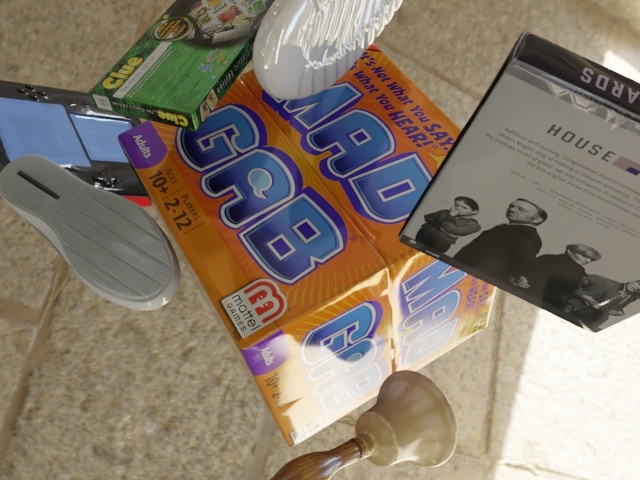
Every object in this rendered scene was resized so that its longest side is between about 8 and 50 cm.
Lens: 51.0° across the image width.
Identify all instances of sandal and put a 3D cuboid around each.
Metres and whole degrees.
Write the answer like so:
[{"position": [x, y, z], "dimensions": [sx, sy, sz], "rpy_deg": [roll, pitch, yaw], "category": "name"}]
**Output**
[{"position": [0.022, -0.304, 0.796], "dimensions": [0.102, 0.169, 0.416], "rpy_deg": [25, 51, 17], "category": "sandal"}]

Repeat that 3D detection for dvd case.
[{"position": [0.162, -0.015, 0.439], "dimensions": [0.179, 0.238, 0.029], "rpy_deg": [26, 66, 3], "category": "dvd case"}]

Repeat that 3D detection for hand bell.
[{"position": [0.036, 0.242, 0.767], "dimensions": [0.242, 0.126, 0.126], "rpy_deg": [-11, 85, -43], "category": "hand bell"}]

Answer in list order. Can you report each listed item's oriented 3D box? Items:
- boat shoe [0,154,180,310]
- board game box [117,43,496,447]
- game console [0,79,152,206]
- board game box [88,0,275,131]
[{"position": [-0.277, -0.009, 0.831], "dimensions": [0.302, 0.094, 0.109], "rpy_deg": [35, 73, 25], "category": "boat shoe"}, {"position": [0.000, 0.000, 0.935], "dimensions": [0.357, 0.356, 0.356], "rpy_deg": [-29, 59, -12], "category": "board game box"}, {"position": [-0.482, -0.194, 1.307], "dimensions": [0.342, 0.060, 0.386], "rpy_deg": [-4, 42, -35], "category": "game console"}, {"position": [-0.143, -0.234, 0.797], "dimensions": [0.136, 0.030, 0.259], "rpy_deg": [17, 55, 17], "category": "board game box"}]
